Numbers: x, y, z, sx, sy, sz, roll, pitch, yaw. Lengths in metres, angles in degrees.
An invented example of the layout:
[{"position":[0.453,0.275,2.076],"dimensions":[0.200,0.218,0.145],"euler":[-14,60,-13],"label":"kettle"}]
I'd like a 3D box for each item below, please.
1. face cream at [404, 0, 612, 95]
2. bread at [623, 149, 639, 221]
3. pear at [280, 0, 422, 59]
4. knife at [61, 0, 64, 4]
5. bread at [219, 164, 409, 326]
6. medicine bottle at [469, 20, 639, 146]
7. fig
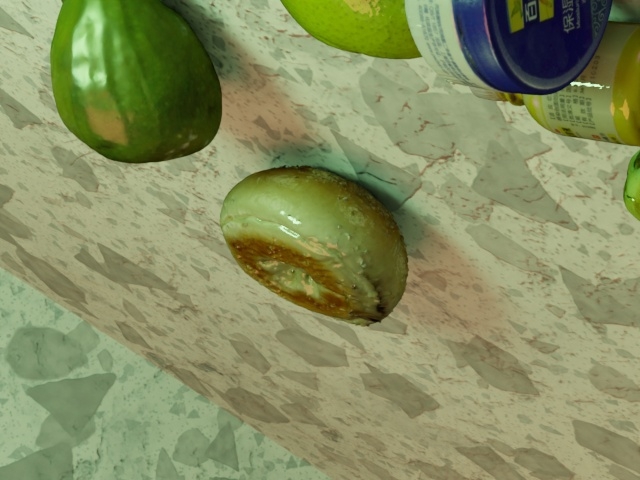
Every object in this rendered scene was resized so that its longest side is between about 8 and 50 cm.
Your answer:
[{"position":[0.171,-0.238,1.228],"dimensions":[0.111,0.206,0.206],"euler":[10,149,42],"label":"face cream"},{"position":[0.395,-0.060,1.478],"dimensions":[0.130,0.071,0.139],"euler":[19,156,35],"label":"bread"},{"position":[0.042,-0.311,1.359],"dimensions":[0.288,0.139,0.239],"euler":[23,145,22],"label":"pear"},{"position":[-0.361,-0.405,1.787],"dimensions":[0.061,0.027,0.343],"euler":[24,153,27],"label":"knife"},{"position":[0.000,0.000,1.984],"dimensions":[0.305,0.159,0.305],"euler":[28,154,15],"label":"bread"},{"position":[0.254,-0.167,1.375],"dimensions":[0.212,0.122,0.122],"euler":[13,150,39],"label":"medicine bottle"},{"position":[-0.252,-0.258,1.799],"dimensions":[0.233,0.233,0.314],"euler":[-4,95,54],"label":"fig"}]
